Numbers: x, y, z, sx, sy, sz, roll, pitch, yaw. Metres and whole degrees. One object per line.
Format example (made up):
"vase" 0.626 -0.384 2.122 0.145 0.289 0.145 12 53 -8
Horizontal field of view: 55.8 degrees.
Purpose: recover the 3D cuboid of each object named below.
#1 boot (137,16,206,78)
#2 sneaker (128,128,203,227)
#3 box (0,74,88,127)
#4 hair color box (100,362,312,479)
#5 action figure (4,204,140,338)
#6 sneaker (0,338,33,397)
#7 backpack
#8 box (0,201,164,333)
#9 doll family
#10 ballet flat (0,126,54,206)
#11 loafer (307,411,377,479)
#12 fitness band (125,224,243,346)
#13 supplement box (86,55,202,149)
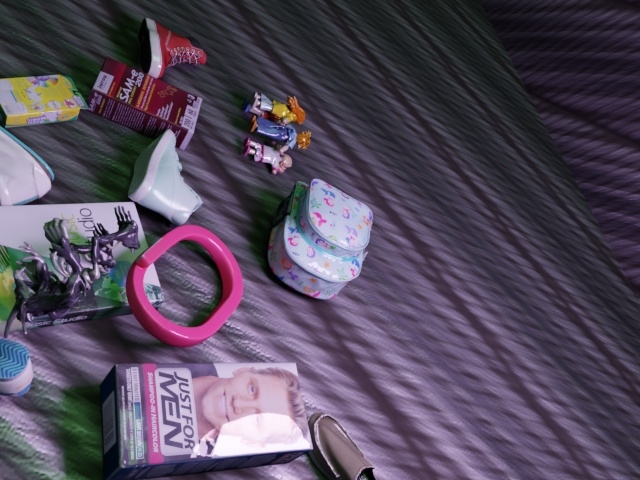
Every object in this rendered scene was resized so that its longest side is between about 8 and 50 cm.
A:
"boot" -0.370 -0.472 1.550 0.176 0.088 0.244 16 37 -30
"sneaker" -0.331 -0.134 1.345 0.151 0.094 0.255 39 30 -30
"box" -0.604 -0.302 1.299 0.179 0.043 0.105 -20 71 -41
"hair color box" -0.198 0.313 1.074 0.348 0.105 0.173 7 55 -33
"action figure" -0.430 0.040 1.001 0.140 0.164 0.275 59 32 -14
"sneaker" -0.557 0.181 0.934 0.229 0.092 0.087 21 47 5
"backpack" 0.000 0.000 1.411 0.225 0.191 0.253 28 50 -17
"box" -0.475 0.040 1.116 0.322 0.058 0.232 -6 62 -38
"doll family" -0.108 -0.304 1.603 0.163 0.118 0.262 16 50 -26
"ballet flat" -0.683 -0.209 1.120 0.400 0.139 0.139 43 43 -2
"loafer" 0.063 0.440 1.178 0.094 0.087 0.251 -25 74 -45
"fitness band" -0.261 0.086 1.193 0.209 0.054 0.291 53 30 -10
"supplement box" -0.413 -0.323 1.431 0.240 0.073 0.130 21 48 -21
